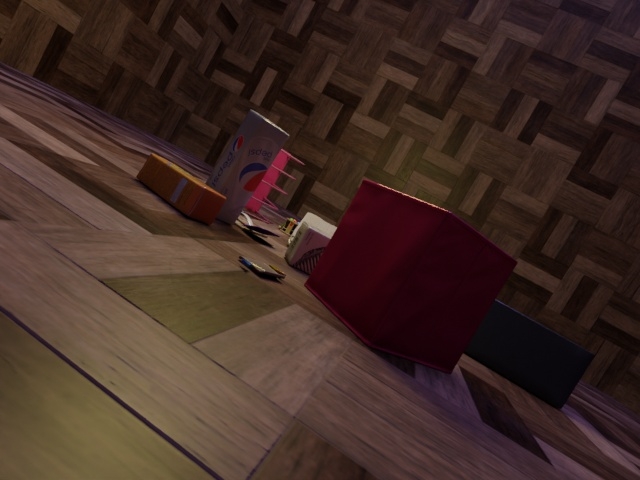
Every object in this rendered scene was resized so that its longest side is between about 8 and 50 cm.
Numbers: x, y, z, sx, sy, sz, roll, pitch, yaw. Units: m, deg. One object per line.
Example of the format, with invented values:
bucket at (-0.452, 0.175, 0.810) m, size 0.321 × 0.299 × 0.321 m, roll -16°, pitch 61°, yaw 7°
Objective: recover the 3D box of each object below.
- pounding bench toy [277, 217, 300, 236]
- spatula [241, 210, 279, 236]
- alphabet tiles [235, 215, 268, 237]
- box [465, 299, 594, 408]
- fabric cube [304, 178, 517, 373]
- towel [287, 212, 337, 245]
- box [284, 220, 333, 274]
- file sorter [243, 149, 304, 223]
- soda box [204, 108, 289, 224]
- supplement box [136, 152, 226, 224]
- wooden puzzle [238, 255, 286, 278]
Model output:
pounding bench toy at (-0.126, -0.059, 1.644) m, size 0.083 × 0.065 × 0.052 m, roll 31°, pitch 5°, yaw 28°
spatula at (-0.217, -0.064, 1.198) m, size 0.084 × 0.030 × 0.296 m, roll 27°, pitch 4°, yaw -43°
alphabet tiles at (-0.271, -0.075, 1.242) m, size 0.237 × 0.009 × 0.198 m, roll 31°, pitch 4°, yaw 31°
box at (0.570, 0.299, 1.266) m, size 0.343 × 0.178 × 0.312 m, roll 30°, pitch 3°, yaw 13°
fabric cube at (0.174, 0.068, 0.826) m, size 0.259 × 0.258 × 0.254 m, roll 26°, pitch 4°, yaw -35°
towel at (0.000, 0.000, 1.400) m, size 0.187 × 0.049 × 0.282 m, roll 31°, pitch 25°, yaw 0°
box at (0.052, 0.064, 1.071) m, size 0.275 × 0.113 × 0.094 m, roll 27°, pitch 5°, yaw -16°
file sorter at (-0.230, -0.240, 1.621) m, size 0.202 × 0.290 × 0.182 m, roll 26°, pitch 8°, yaw -40°
soda box at (-0.207, -0.189, 1.079) m, size 0.091 × 0.286 × 0.098 m, roll 25°, pitch 13°, yaw -41°
supplement box at (-0.330, -0.124, 0.963) m, size 0.234 × 0.080 × 0.078 m, roll 29°, pitch 1°, yaw 32°
wooden puzzle at (-0.109, 0.053, 0.771) m, size 0.079 × 0.014 × 0.116 m, roll 27°, pitch 1°, yaw 43°
